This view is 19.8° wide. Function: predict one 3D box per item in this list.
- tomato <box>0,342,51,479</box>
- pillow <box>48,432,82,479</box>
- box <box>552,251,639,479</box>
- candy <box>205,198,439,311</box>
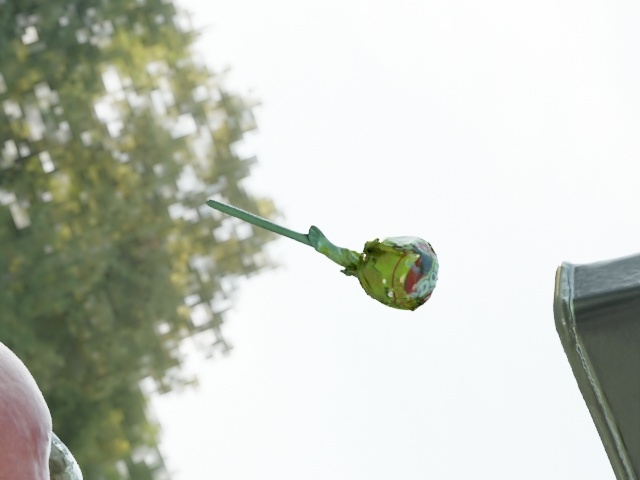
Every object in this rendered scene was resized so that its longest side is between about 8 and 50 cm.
[{"bbox_3d":[-0.368,0.219,1.469,0.341,0.273,0.341,-13,-106,55],"label":"tomato"},{"bbox_3d":[-0.287,0.178,1.680,0.229,0.051,0.128,42,-37,33],"label":"pillow"},{"bbox_3d":[0.359,0.133,1.849,0.138,0.178,0.274,-77,146,-56],"label":"box"},{"bbox_3d":[0.000,0.000,0.868,0.123,0.035,0.035,21,-80,21],"label":"candy"}]
